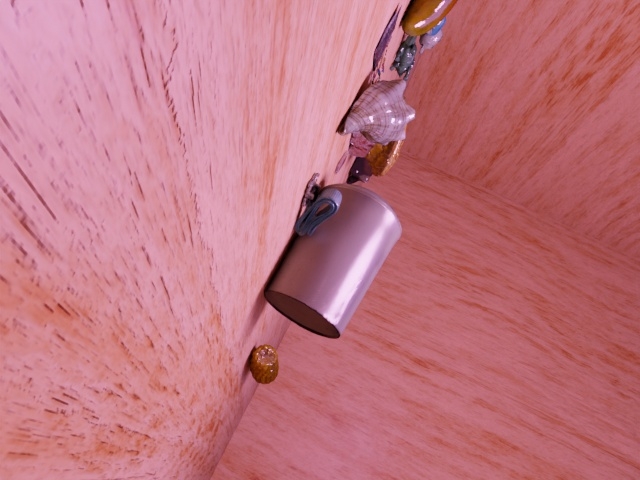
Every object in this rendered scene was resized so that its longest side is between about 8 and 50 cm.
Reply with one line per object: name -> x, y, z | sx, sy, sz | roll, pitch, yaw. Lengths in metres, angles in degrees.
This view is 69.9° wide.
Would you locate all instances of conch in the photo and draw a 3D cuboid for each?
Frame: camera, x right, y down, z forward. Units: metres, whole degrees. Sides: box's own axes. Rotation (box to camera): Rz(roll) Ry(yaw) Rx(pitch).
conch -> 0.179, -0.355, 1.290 | 0.386, 0.170, 0.203 | -58, 165, -58

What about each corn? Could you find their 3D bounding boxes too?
corn -> -0.220, 0.486, 1.794 | 0.363, 0.121, 0.120 | 101, 15, -61

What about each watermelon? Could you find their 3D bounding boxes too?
watermelon -> 0.153, -0.369, 1.572 | 0.241, 0.095, 0.154 | 111, -3, -65

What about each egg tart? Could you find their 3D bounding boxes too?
egg tart -> 0.223, -0.388, 1.722 | 0.295, 0.116, 0.294 | -169, -90, -79

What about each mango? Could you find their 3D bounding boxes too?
mango -> 0.350, -0.744, 1.382 | 0.289, 0.129, 0.146 | -56, 180, 15

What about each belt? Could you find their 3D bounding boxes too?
belt -> -0.022, -0.081, 1.187 | 0.179, 0.100, 0.065 | -47, -169, 44

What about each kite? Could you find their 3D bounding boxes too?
kite -> 0.170, -0.514, 1.281 | 0.152, 0.015, 0.285 | -61, 173, -10

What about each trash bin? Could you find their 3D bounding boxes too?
trash bin -> 0.048, 0.040, 1.347 | 0.431, 0.281, 0.280 | -59, 174, -23

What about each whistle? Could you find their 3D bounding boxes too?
whistle -> 0.394, -0.742, 1.577 | 0.114, 0.077, 0.235 | -52, 171, -11

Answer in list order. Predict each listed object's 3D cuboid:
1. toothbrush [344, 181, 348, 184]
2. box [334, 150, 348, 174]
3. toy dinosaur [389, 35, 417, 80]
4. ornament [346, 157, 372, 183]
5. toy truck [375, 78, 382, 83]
toothbrush -> 0.068, -0.167, 2.042 | 0.286, 0.025, 0.020 | -60, 174, -38
box -> 0.072, -0.266, 1.561 | 0.083, 0.012, 0.046 | -59, 173, -39
toy dinosaur -> 0.310, -0.672, 1.662 | 0.292, 0.079, 0.119 | 53, 58, -86
ornament -> 0.207, -0.360, 2.224 | 0.251, 0.106, 0.260 | -56, -177, -13
toy truck -> 0.178, -0.485, 1.463 | 0.083, 0.024, 0.032 | -60, -163, -23
